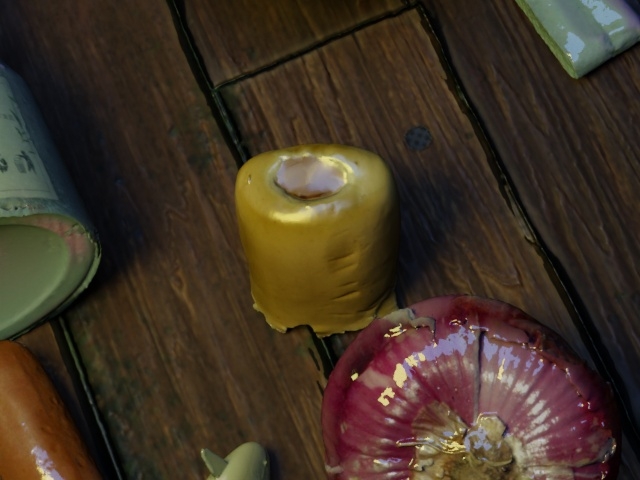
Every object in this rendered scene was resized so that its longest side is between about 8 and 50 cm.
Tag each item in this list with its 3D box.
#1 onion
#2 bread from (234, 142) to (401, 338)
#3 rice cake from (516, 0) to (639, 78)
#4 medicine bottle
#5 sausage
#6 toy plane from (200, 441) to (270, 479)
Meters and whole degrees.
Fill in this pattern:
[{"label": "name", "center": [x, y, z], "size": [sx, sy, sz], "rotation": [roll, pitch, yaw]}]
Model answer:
[{"label": "onion", "center": [0.114, 0.140, 1.234], "size": [0.230, 0.163, 0.230], "rotation": [1, 110, 4]}, {"label": "bread", "center": [-0.001, 0.001, 1.289], "size": [0.134, 0.173, 0.085], "rotation": [0, 54, 8]}, {"label": "rice cake", "center": [0.197, -0.247, 1.421], "size": [0.080, 0.042, 0.222], "rotation": [-33, 68, -4]}, {"label": "medicine bottle", "center": [-0.343, -0.070, 1.318], "size": [0.245, 0.245, 0.290], "rotation": [-25, 66, -3]}, {"label": "sausage", "center": [-0.233, 0.167, 1.302], "size": [0.076, 0.076, 0.197], "rotation": [-29, 67, -4]}, {"label": "toy plane", "center": [-0.097, 0.258, 1.229], "size": [0.229, 0.092, 0.244], "rotation": [-2, 55, 37]}]
